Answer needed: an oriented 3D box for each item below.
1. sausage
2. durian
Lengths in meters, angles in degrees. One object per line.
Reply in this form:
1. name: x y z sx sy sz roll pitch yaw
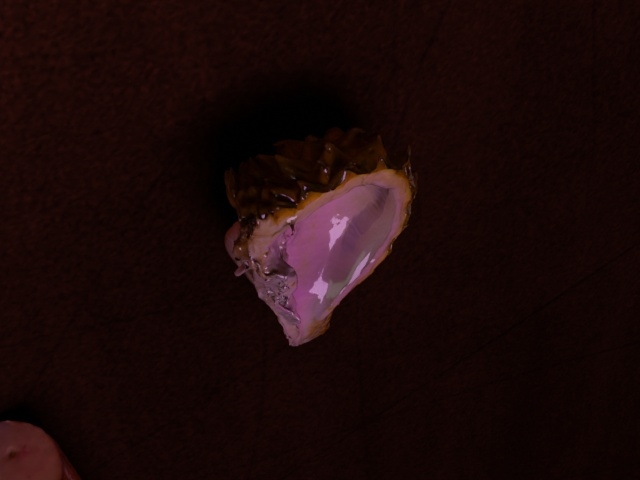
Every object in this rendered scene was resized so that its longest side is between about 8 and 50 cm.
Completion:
1. sausage: -0.181 0.242 0.981 0.093 0.093 0.312 -29 145 -10
2. durian: -0.012 -0.004 0.859 0.140 0.078 0.224 -36 157 -22
